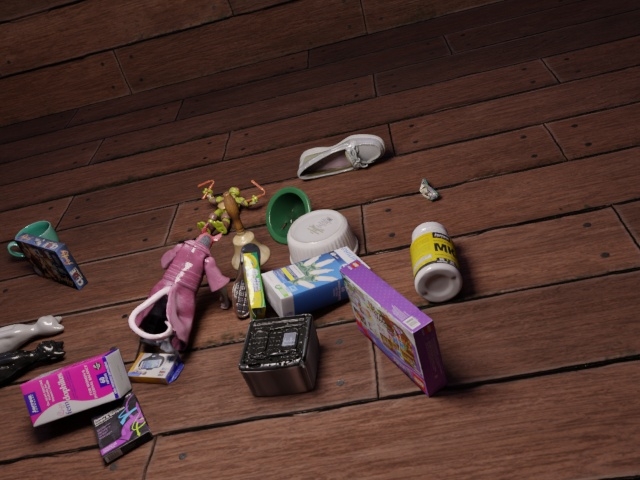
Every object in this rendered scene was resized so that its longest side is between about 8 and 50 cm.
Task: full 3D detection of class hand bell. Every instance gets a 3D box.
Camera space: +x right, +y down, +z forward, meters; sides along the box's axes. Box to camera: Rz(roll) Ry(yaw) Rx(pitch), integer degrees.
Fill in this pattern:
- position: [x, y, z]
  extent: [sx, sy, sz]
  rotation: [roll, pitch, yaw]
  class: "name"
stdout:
- position: [-0.243, -0.040, 1.901]
  extent: [0.126, 0.242, 0.126]
  rotation: [-12, 35, 9]
  class: "hand bell"

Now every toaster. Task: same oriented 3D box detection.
- position: [-0.094, 0.274, 1.514]
  extent: [0.167, 0.110, 0.186]
  rotation: [-9, 35, 13]
  class: "toaster"

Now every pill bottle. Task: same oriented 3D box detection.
- position: [0.293, 0.050, 1.650]
  extent: [0.119, 0.119, 0.209]
  rotation: [-11, 35, 9]
  class: "pill bottle"

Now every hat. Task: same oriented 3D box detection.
- position: [-0.059, -0.079, 2.067]
  extent: [0.172, 0.183, 0.209]
  rotation: [-10, 77, 30]
  class: "hat"

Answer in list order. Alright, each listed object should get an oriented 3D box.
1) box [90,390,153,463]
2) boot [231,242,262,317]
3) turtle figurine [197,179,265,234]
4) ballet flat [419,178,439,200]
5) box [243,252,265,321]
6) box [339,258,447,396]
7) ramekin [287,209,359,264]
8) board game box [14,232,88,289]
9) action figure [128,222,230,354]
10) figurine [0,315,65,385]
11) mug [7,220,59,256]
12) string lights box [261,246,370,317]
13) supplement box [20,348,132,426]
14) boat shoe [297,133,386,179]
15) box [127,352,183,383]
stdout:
- position: [-0.477, 0.441, 1.522]
  extent: [0.116, 0.029, 0.162]
  rotation: [-28, 34, -16]
  class: "box"
- position: [-0.207, 0.127, 1.817]
  extent: [0.082, 0.106, 0.219]
  rotation: [10, 64, -5]
  class: "boot"
- position: [-0.333, -0.114, 2.183]
  extent: [0.269, 0.087, 0.217]
  rotation: [9, 49, 21]
  class: "turtle figurine"
- position: [0.332, -0.158, 1.996]
  extent: [0.041, 0.041, 0.114]
  rotation: [-19, 34, -2]
  class: "ballet flat"
- position: [-0.176, 0.134, 1.699]
  extent: [0.043, 0.105, 0.179]
  rotation: [-5, 66, -10]
  class: "box"
- position: [0.160, 0.190, 1.441]
  extent: [0.057, 0.201, 0.293]
  rotation: [-29, 37, -16]
  class: "box"
- position: [0.000, 0.000, 1.858]
  extent: [0.207, 0.109, 0.207]
  rotation: [-12, 34, 8]
  class: "ramekin"
- position: [-0.888, 0.066, 2.105]
  extent: [0.243, 0.165, 0.042]
  rotation: [11, 43, 35]
  class: "board game box"
- position: [-0.388, 0.107, 1.722]
  extent: [0.248, 0.276, 0.370]
  rotation: [18, 73, 17]
  class: "action figure"
- position: [-0.843, 0.301, 1.841]
  extent: [0.209, 0.092, 0.215]
  rotation: [-17, 33, -14]
  class: "figurine"
- position: [-1.026, 0.007, 2.306]
  extent: [0.157, 0.097, 0.129]
  rotation: [-8, 36, 14]
  class: "mug"
- position: [-0.011, 0.111, 1.693]
  extent: [0.259, 0.077, 0.133]
  rotation: [-18, 34, -21]
  class: "string lights box"
- position: [-0.601, 0.362, 1.581]
  extent: [0.219, 0.111, 0.114]
  rotation: [-19, 1, 0]
  class: "supplement box"
- position: [0.072, -0.281, 2.222]
  extent: [0.320, 0.118, 0.103]
  rotation: [-8, 41, 20]
  class: "boat shoe"
- position: [-0.424, 0.331, 1.654]
  extent: [0.136, 0.028, 0.081]
  rotation: [-4, 36, 22]
  class: "box"
